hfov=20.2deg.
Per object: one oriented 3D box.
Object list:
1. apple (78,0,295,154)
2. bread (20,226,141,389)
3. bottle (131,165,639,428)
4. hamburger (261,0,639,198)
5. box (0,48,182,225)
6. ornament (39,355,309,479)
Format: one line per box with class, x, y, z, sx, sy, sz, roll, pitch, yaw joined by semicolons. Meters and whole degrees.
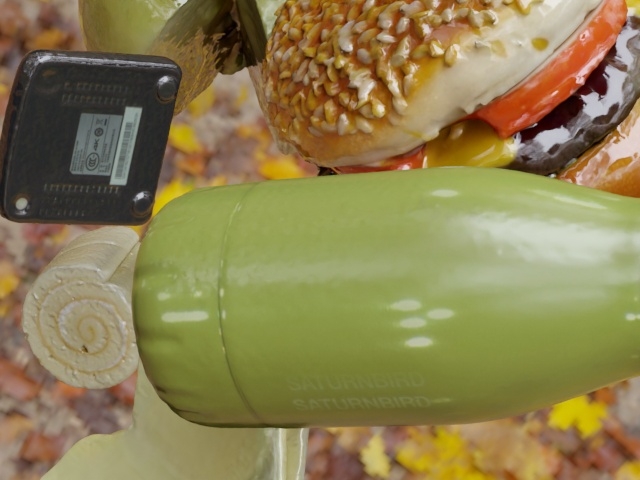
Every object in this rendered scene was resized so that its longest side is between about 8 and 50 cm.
apple;-0.079;-0.215;1.668;0.292;0.254;0.292;0;76;1
bread;-0.242;0.073;1.963;0.141;0.134;0.148;-61;130;-69
bottle;0.053;0.024;0.770;0.260;0.112;0.112;-3;35;23
hamburger;0.120;-0.141;1.428;0.250;0.330;0.330;58;30;-31
box;-0.161;-0.069;1.240;0.125;0.126;0.027;-1;25;-35
ornament;-0.064;0.137;0.985;0.059;0.201;0.180;23;16;-48
